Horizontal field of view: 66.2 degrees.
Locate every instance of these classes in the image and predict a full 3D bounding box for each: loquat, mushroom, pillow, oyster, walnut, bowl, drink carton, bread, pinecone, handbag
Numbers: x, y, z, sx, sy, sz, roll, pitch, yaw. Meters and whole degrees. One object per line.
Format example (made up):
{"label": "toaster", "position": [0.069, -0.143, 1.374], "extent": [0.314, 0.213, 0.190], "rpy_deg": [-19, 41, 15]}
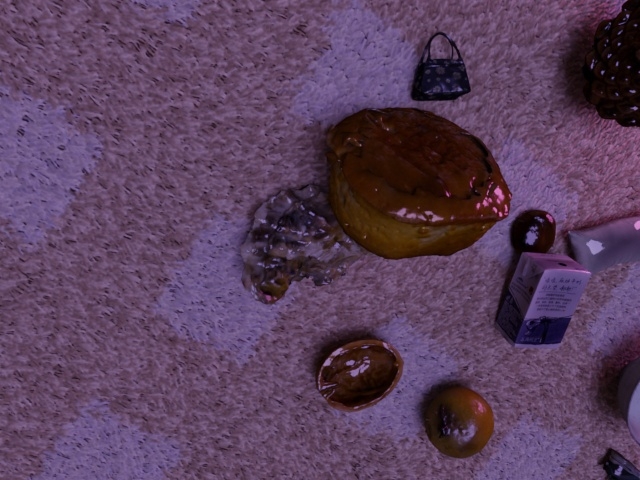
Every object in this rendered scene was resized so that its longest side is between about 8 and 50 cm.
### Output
{"label": "loquat", "position": [0.353, 0.455, 1.225], "extent": [0.205, 0.149, 0.172], "rpy_deg": [23, 96, -32]}
{"label": "mushroom", "position": [0.527, -0.014, 1.203], "extent": [0.123, 0.052, 0.123], "rpy_deg": [-4, 107, -13]}
{"label": "pillow", "position": [0.747, 0.016, 1.247], "extent": [0.254, 0.078, 0.144], "rpy_deg": [-14, 107, -10]}
{"label": "oyster", "position": [0.000, 0.000, 1.046], "extent": [0.352, 0.115, 0.237], "rpy_deg": [-7, 105, -12]}
{"label": "walnut", "position": [0.084, 0.305, 1.154], "extent": [0.211, 0.087, 0.167], "rpy_deg": [-13, 99, -12]}
{"label": "bowl", "position": [0.922, 0.407, 1.348], "extent": [0.314, 0.146, 0.313], "rpy_deg": [-3, 102, -13]}
{"label": "drink carton", "position": [0.537, 0.146, 1.195], "extent": [0.134, 0.102, 0.222], "rpy_deg": [5, 115, -13]}
{"label": "bread", "position": [0.177, -0.108, 0.954], "extent": [0.358, 0.336, 0.204], "rpy_deg": [-2, 133, -23]}
{"label": "pinecone", "position": [0.735, -0.387, 1.058], "extent": [0.296, 0.242, 0.298], "rpy_deg": [14, 131, -30]}
{"label": "handbag", "position": [0.255, -0.370, 1.042], "extent": [0.115, 0.072, 0.139], "rpy_deg": [-5, 100, -11]}

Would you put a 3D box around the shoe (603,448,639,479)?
{"label": "shoe", "position": [0.894, 0.700, 1.455], "extent": [0.169, 0.071, 0.099], "rpy_deg": [41, 94, -15]}
